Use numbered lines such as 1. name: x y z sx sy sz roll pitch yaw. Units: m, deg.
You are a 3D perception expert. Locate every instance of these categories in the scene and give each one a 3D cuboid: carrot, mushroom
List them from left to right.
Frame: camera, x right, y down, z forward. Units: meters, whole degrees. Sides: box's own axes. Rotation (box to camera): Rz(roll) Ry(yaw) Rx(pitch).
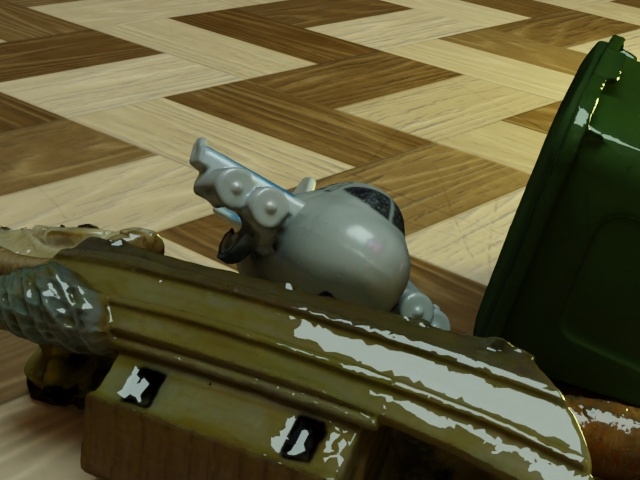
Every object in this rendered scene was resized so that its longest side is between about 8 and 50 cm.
1. mushroom: -0.233 0.023 1.030 0.209 0.072 0.094 4 23 24
2. carrot: 0.172 0.138 0.882 0.186 0.060 0.060 11 23 10

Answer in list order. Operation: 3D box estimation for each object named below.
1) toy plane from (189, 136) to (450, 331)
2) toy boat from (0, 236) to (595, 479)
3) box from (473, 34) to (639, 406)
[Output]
1. toy plane: -0.003 0.005 1.019 0.267 0.123 0.267 32 -6 4
2. toy boat: -0.027 0.112 0.794 0.445 0.136 0.162 13 58 19
3. box: 0.263 -0.020 1.055 0.177 0.253 0.329 20 26 9
